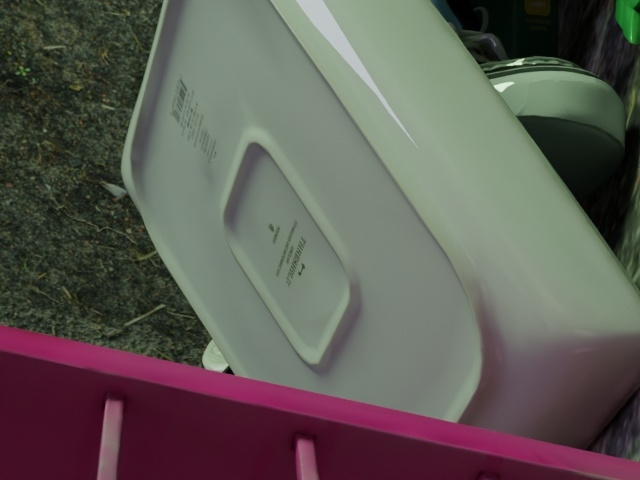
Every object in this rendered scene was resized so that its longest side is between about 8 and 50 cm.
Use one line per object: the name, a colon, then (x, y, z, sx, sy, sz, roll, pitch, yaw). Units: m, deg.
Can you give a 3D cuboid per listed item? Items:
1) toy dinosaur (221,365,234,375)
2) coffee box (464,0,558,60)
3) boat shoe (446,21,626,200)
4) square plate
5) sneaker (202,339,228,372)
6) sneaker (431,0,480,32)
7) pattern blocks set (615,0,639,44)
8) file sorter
toy dinosaur: (0.023, 0.046, 1.278, 0.218, 0.164, 0.322, -61, -24, -30)
coffee box: (0.084, -0.140, 1.126, 0.113, 0.040, 0.184, 2, 92, 47)
boat shoe: (0.054, -0.065, 1.044, 0.306, 0.113, 0.105, -23, 55, 63)
square plate: (0.000, 0.000, 0.975, 0.344, 0.049, 0.347, 56, 152, 20)
sneaker: (0.009, 0.086, 1.526, 0.256, 0.094, 0.151, -47, -55, -43)
sneaker: (0.071, -0.183, 1.079, 0.063, 0.073, 0.162, -15, -69, -59)
pattern blocks set: (0.189, -0.215, 0.803, 0.285, 0.026, 0.325, -85, 11, -59)
file sorter: (-0.026, 0.177, 0.646, 0.182, 0.291, 0.202, -96, 21, -66)
